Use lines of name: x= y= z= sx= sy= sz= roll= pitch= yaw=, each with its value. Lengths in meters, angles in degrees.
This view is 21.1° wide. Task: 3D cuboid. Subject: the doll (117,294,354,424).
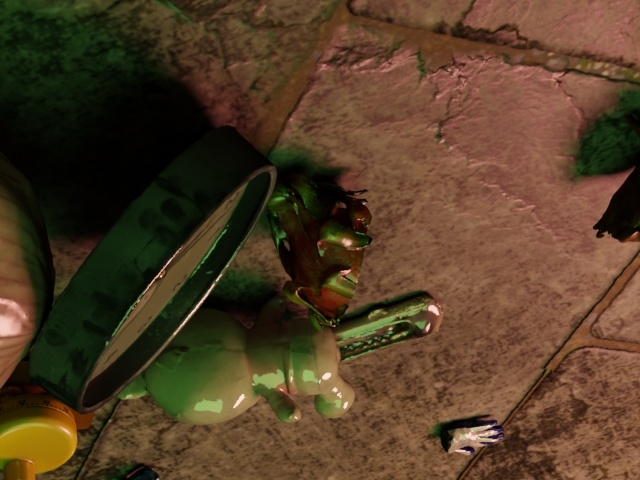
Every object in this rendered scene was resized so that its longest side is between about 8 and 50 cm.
doll: x=-0.093 y=0.135 z=1.933 sx=0.275 sy=0.154 sz=0.113 roll=2 pitch=152 yaw=-10

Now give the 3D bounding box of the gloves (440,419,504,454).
gloves: x=0.200 y=0.260 z=2.264 sx=0.086 sy=0.026 sz=0.064 roll=-11 pitch=143 yaw=-12

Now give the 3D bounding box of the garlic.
garlic: x=-0.379 y=0.037 z=1.606 sx=0.259 sy=0.317 sz=0.317 roll=10 pitch=135 yaw=-22

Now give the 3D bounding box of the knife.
knife: x=-0.027 y=0.139 z=2.034 sx=0.365 sy=0.043 sz=0.089 roll=-17 pitch=142 yaw=2

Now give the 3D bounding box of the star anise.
star anise: x=0.394 y=-0.076 z=1.825 sx=0.237 sy=0.148 sz=0.346 roll=-23 pitch=150 yaw=7

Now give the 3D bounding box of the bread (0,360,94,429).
bread: x=-0.370 y=0.176 z=1.966 sx=0.226 sy=0.049 sz=0.088 roll=4 pitch=138 yaw=-20

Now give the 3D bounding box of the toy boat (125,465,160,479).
toy boat: x=-0.234 y=0.318 z=2.194 sx=0.038 sy=0.038 sz=0.083 roll=22 pitch=129 yaw=-36

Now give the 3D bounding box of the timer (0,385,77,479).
timer: x=-0.324 y=0.226 z=1.912 sx=0.107 sy=0.109 sz=0.107 roll=-8 pitch=138 yaw=-7

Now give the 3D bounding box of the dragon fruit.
dragon fruit: x=0.000 y=0.000 z=1.830 sx=0.175 sy=0.138 sz=0.142 roll=44 pitch=76 yaw=-15

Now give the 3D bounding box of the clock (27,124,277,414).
clock: x=-0.159 y=0.030 z=1.679 sx=0.066 sy=0.319 sz=0.319 roll=37 pitch=132 yaw=7
